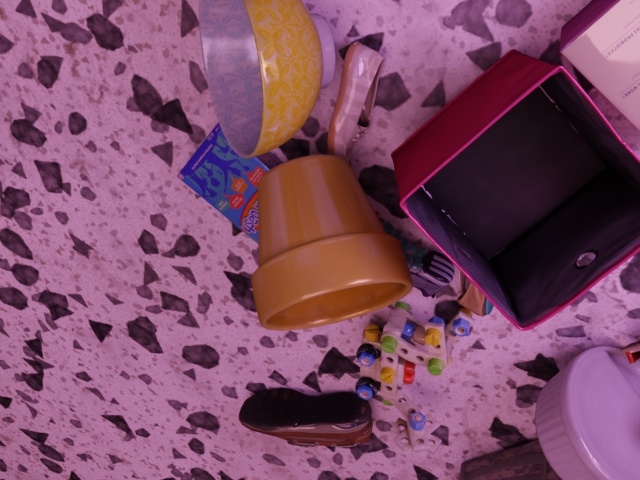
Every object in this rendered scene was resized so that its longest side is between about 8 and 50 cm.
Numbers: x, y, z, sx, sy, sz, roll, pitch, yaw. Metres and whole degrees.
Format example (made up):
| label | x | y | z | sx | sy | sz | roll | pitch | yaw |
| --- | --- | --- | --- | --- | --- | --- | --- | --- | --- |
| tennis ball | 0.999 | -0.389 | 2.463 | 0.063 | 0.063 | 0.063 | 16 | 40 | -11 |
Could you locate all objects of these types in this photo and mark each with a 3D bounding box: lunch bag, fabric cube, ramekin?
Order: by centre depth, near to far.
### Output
| label | x | y | z | sx | sy | sz | roll | pitch | yaw |
| --- | --- | --- | --- | --- | --- | --- | --- | --- | --- |
| fabric cube | 0.276 | -0.081 | 0.943 | 0.254 | 0.258 | 0.259 | -42 | 103 | 15 |
| ramekin | 0.508 | 0.335 | 1.192 | 0.273 | 0.273 | 0.127 | 34 | 141 | -4 |
| lunch bag | 0.400 | 0.580 | 1.379 | 0.169 | 0.287 | 0.235 | 46 | 127 | -13 |

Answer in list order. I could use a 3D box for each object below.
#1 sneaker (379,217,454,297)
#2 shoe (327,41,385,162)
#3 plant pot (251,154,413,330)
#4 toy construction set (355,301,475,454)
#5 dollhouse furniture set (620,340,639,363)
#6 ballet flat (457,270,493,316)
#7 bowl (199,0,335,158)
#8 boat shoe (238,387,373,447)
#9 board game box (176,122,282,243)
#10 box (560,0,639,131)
| label | x | y | z | sx | sy | sz | roll | pitch | yaw |
| --- | --- | --- | --- | --- | --- | --- | --- | --- | --- |
| sneaker | 0.131 | 0.037 | 1.242 | 0.223 | 0.083 | 0.098 | 31 | 142 | 4 |
| shoe | 0.057 | -0.211 | 1.097 | 0.058 | 0.076 | 0.219 | 20 | 126 | 13 |
| plant pot | 0.000 | 0.000 | 1.105 | 0.254 | 0.254 | 0.239 | -27 | 68 | 33 |
| toy construction set | 0.179 | 0.265 | 1.346 | 0.215 | 0.151 | 0.328 | 11 | 115 | 14 |
| dollhouse furniture set | 0.631 | 0.281 | 1.123 | 0.135 | 0.262 | 0.259 | -28 | 76 | 36 |
| ballet flat | 0.283 | 0.037 | 1.185 | 0.073 | 0.080 | 0.232 | 22 | 128 | 26 |
| bowl | -0.070 | -0.279 | 1.027 | 0.156 | 0.289 | 0.290 | -14 | 129 | -21 |
| boat shoe | -0.033 | 0.426 | 1.549 | 0.324 | 0.123 | 0.120 | -2 | 125 | 23 |
| board game box | -0.145 | -0.110 | 1.264 | 0.210 | 0.047 | 0.160 | 40 | 128 | -10 |
| box | 0.481 | -0.256 | 0.875 | 0.243 | 0.117 | 0.213 | 41 | 127 | -8 |
